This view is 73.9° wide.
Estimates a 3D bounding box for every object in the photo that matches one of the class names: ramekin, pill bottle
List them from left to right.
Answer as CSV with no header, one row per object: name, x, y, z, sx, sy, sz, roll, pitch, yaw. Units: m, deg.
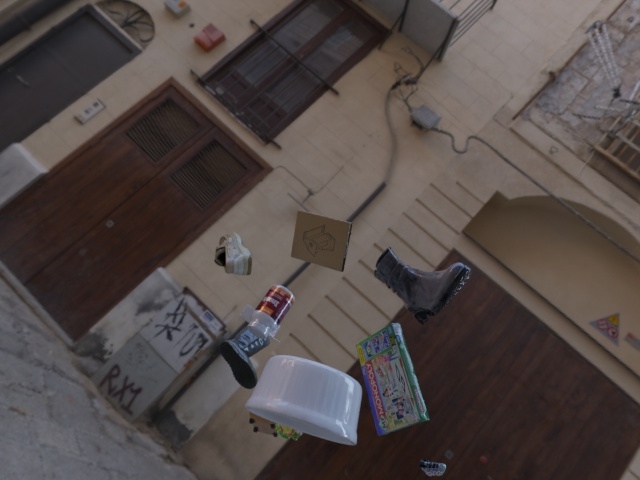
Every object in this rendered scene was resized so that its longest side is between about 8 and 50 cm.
pill bottle,-0.148,0.213,1.267,0.086,0.152,0.086,23,-35,17
ramekin,-0.032,0.385,1.035,0.277,0.135,0.277,14,-28,8

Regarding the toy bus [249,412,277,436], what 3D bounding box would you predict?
toy bus,-0.224,0.724,1.783,0.108,0.130,0.333,11,-34,5

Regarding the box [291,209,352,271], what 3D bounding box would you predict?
box,0.000,0.000,1.392,0.201,0.164,0.021,16,12,28

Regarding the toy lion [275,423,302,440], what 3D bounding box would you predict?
toy lion,-0.110,0.620,1.428,0.096,0.034,0.100,33,20,-24

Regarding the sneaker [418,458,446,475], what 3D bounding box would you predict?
sneaker,0.363,0.748,1.410,0.069,0.038,0.098,36,-47,-3

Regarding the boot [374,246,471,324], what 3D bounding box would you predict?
boot,0.250,0.099,1.156,0.222,0.118,0.338,44,-25,14

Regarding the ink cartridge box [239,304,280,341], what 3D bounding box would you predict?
ink cartridge box,-0.239,0.350,1.787,0.181,0.062,0.104,28,-15,20

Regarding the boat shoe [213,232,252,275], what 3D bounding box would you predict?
boat shoe,-0.325,0.044,1.497,0.302,0.098,0.109,-143,-125,-59

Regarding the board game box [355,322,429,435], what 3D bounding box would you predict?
board game box,0.233,0.471,1.445,0.213,0.046,0.317,-45,-132,42

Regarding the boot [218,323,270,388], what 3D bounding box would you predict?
boot,-0.230,0.378,1.426,0.190,0.076,0.208,58,15,9
